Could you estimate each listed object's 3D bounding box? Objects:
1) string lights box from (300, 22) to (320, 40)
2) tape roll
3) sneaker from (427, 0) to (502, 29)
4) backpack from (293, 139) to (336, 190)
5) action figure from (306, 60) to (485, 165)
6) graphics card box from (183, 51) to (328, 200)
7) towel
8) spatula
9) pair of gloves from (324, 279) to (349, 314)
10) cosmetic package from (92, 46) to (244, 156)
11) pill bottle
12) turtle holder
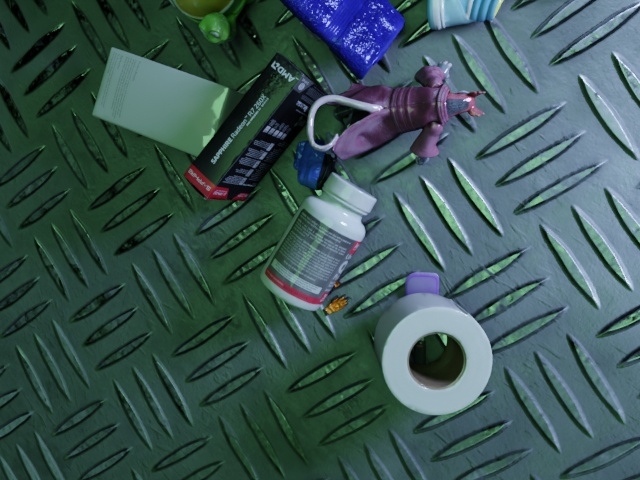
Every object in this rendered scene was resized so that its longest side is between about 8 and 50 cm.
[{"bbox_3d":[-0.037,-0.648,1.384,0.076,0.133,0.260,-19,88,17],"label":"string lights box"},{"bbox_3d":[0.252,0.255,1.294,0.246,0.169,0.246,0,95,-1],"label":"tape roll"},{"bbox_3d":[0.358,-0.652,1.281,0.208,0.127,0.319,5,103,17],"label":"sneaker"},{"bbox_3d":[-0.015,-0.192,1.419,0.101,0.098,0.120,18,110,23],"label":"backpack"},{"bbox_3d":[0.186,-0.312,1.279,0.370,0.275,0.248,-4,85,29],"label":"action figure"},{"bbox_3d":[-0.152,-0.263,1.382,0.094,0.233,0.371,44,103,10],"label":"graphics card box"},{"bbox_3d":[0.048,-0.549,1.282,0.308,0.076,0.228,39,61,-17],"label":"towel"},{"bbox_3d":[0.249,0.225,1.394,0.084,0.030,0.297,2,93,16],"label":"spatula"},{"bbox_3d":[0.031,0.145,1.462,0.074,0.010,0.083,-31,83,15],"label":"pair of gloves"},{"bbox_3d":[-0.393,-0.353,1.485,0.365,0.155,0.197,23,99,13],"label":"cosmetic package"},{"bbox_3d":[0.000,0.000,1.378,0.176,0.176,0.319,34,101,12],"label":"pill bottle"},{"bbox_3d":[-0.308,-0.660,1.410,0.243,0.227,0.320,11,95,14],"label":"turtle holder"}]
